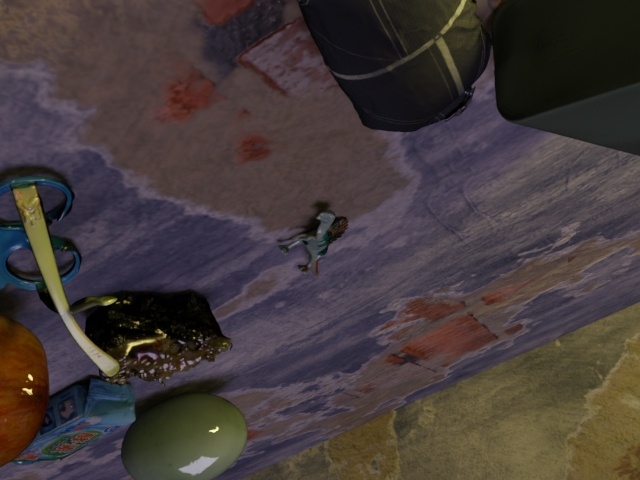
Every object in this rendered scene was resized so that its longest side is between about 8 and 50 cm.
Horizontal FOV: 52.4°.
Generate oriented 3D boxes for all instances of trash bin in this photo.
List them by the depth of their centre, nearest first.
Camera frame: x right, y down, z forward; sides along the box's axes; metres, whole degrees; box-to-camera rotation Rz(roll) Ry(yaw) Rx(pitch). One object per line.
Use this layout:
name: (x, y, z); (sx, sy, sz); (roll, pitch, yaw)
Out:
trash bin: (0.375, -0.195, 0.701); (0.343, 0.158, 0.223); (3, 172, -34)

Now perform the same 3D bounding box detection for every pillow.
pillow: (0.078, -0.195, 0.591); (0.161, 0.092, 0.335); (-30, 155, 9)

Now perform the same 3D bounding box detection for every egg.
egg: (-0.303, 0.447, 1.453); (0.283, 0.203, 0.203); (-13, 155, -2)

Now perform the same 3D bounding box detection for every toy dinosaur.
toy dinosaur: (0.002, 0.003, 0.998); (0.106, 0.044, 0.187); (-41, 151, 5)

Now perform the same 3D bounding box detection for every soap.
soap: (-0.502, 0.363, 1.273); (0.293, 0.077, 0.156); (-29, 154, 17)

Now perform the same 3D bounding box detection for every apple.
apple: (-0.450, 0.190, 0.809); (0.188, 0.211, 0.211); (12, 140, -40)

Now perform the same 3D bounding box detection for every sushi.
sushi: (-0.260, 0.159, 1.009); (0.147, 0.115, 0.212); (-38, 151, 31)

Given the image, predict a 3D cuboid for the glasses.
glasses: (-0.279, 0.041, 0.728); (0.102, 0.207, 0.239); (-50, 174, -34)
